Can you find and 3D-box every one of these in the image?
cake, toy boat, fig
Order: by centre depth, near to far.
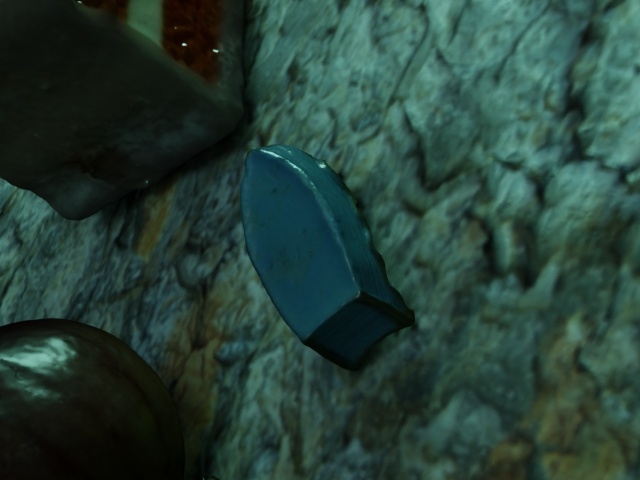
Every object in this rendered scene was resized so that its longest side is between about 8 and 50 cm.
[{"bbox_3d":[-0.194,0.170,0.724,0.235,0.235,0.214,-38,82,26],"label":"fig"},{"bbox_3d":[0.000,0.000,0.733,0.075,0.077,0.185,-44,51,19],"label":"toy boat"},{"bbox_3d":[-0.209,-0.211,0.947,0.230,0.237,0.308,-27,48,31],"label":"cake"}]
